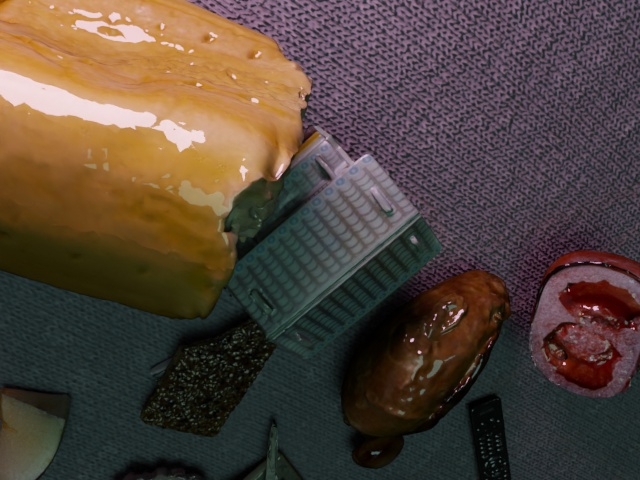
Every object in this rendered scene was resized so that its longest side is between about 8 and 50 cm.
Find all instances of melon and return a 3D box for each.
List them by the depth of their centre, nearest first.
[{"bbox_3d":[-0.426,0.301,0.907,0.098,0.054,0.182,13,109,-13],"label":"melon"}]

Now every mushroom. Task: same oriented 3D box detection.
[{"bbox_3d":[0.079,0.335,1.033,0.129,0.072,0.088,40,129,-23],"label":"mushroom"}]

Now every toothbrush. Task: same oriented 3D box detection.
[{"bbox_3d":[-0.119,0.136,0.926,0.288,0.021,0.024,-27,127,-1],"label":"toothbrush"}]

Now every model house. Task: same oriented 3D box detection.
[{"bbox_3d":[0.000,0.000,0.789,0.224,0.215,0.198,-39,114,5],"label":"model house"}]

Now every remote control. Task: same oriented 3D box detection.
[{"bbox_3d":[0.309,0.384,1.135,0.063,0.025,0.245,-17,115,-7],"label":"remote control"}]

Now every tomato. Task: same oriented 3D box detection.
[{"bbox_3d":[0.421,0.110,0.968,0.181,0.155,0.214,22,115,16],"label":"tomato"}]

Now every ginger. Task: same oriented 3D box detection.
[{"bbox_3d":[0.157,0.173,0.931,0.321,0.172,0.165,-45,78,8],"label":"ginger"}]

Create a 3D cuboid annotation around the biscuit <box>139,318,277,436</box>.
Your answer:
[{"bbox_3d":[-0.159,0.196,0.920,0.131,0.026,0.236,21,113,-29],"label":"biscuit"}]

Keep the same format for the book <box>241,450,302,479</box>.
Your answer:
[{"bbox_3d":[-0.079,0.574,1.078,0.269,0.032,0.388,-40,118,-17],"label":"book"}]

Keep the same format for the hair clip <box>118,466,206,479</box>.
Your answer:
[{"bbox_3d":[-0.257,0.497,1.019,0.173,0.069,0.300,-5,103,-16],"label":"hair clip"}]

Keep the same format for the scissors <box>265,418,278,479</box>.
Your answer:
[{"bbox_3d":[-0.080,0.434,1.018,0.109,0.022,0.299,-3,101,-34],"label":"scissors"}]

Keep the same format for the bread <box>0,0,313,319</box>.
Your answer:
[{"bbox_3d":[-0.229,-0.104,0.636,0.394,0.361,0.250,16,126,-8],"label":"bread"}]
